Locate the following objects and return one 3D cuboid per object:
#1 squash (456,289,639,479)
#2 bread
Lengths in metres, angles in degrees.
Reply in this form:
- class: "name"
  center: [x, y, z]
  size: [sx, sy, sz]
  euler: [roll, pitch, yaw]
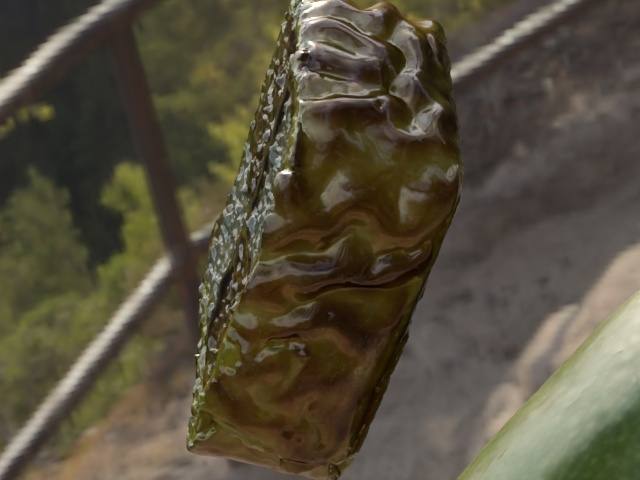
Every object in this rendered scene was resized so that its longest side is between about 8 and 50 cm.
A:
- class: "squash"
  center: [0.279, 0.138, 1.017]
  size: [0.309, 0.310, 0.310]
  euler: [-49, 27, 2]
- class: "bread"
  center: [0.000, 0.000, 0.874]
  size: [0.096, 0.222, 0.181]
  euler: [13, 32, -11]
